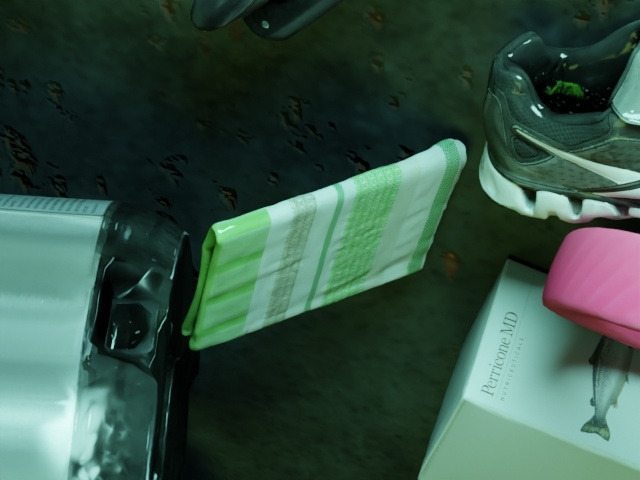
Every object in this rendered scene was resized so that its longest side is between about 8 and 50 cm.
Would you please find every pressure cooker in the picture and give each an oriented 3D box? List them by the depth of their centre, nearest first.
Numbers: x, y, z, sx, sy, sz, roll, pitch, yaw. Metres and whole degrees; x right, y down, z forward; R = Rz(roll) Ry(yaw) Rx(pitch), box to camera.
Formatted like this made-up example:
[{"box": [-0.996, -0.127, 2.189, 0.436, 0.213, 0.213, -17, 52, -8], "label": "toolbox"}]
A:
[{"box": [-0.289, 0.143, 1.001, 0.420, 0.375, 0.370, 4, 145, -2], "label": "pressure cooker"}]

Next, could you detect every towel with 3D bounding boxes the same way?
[{"box": [0.000, 0.000, 0.931, 0.023, 0.152, 0.113, 57, 151, 27], "label": "towel"}]

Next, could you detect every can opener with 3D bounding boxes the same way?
[{"box": [0.019, -0.146, 0.795, 0.186, 0.073, 0.059, -31, 111, 37], "label": "can opener"}]

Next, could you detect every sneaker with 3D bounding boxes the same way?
[{"box": [0.179, -0.052, 0.809, 0.234, 0.078, 0.106, 8, 143, 22], "label": "sneaker"}]

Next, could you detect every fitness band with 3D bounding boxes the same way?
[{"box": [0.248, 0.061, 0.835, 0.291, 0.054, 0.209, 20, 180, 10], "label": "fitness band"}]

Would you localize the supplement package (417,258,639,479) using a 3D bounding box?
[{"box": [0.162, 0.107, 0.993, 0.179, 0.105, 0.105, 21, 144, 1], "label": "supplement package"}]
